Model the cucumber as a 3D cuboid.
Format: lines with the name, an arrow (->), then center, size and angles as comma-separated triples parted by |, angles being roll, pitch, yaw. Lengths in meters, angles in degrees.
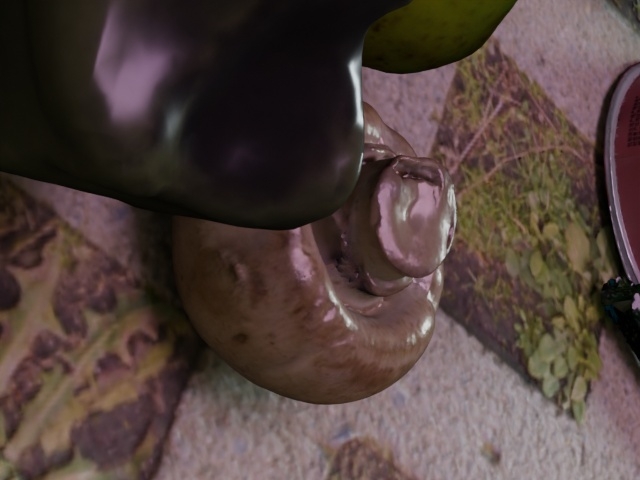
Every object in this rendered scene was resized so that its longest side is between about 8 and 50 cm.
cucumber -> 0.270, 0.119, 1.304 | 0.044, 0.043, 0.256 | -42, 115, -11

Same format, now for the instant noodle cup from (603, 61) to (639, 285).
instant noodle cup -> 0.363, -0.046, 1.306 | 0.244, 0.255, 0.244 | 24, 59, -47

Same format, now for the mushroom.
mushroom -> 0.000, 0.000, 0.946 | 0.166, 0.127, 0.166 | 18, 63, -40

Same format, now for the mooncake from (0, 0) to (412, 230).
mooncake -> -0.048, -0.190, 0.774 | 0.187, 0.351, 0.351 | 16, 67, -45

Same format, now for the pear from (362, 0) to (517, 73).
pear -> 0.040, -0.229, 1.049 | 0.238, 0.164, 0.255 | -36, 112, -60
